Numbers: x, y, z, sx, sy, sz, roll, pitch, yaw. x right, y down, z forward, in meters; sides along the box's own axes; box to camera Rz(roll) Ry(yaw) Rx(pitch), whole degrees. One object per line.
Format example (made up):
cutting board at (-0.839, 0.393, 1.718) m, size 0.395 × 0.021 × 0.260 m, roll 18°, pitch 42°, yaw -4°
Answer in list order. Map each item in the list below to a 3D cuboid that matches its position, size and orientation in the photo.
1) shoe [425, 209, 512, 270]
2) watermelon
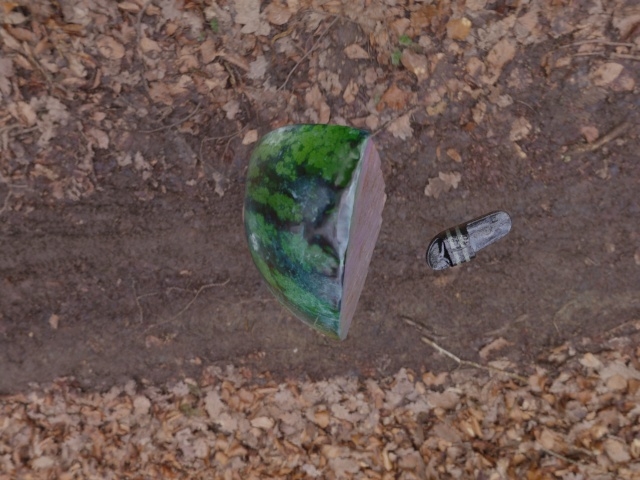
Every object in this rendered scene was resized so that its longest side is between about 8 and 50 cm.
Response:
shoe at (0.282, 0.001, 0.832) m, size 0.179 × 0.049 × 0.071 m, roll -27°, pitch 107°, yaw 2°
watermelon at (-0.030, -0.010, 0.685) m, size 0.222 × 0.319 × 0.292 m, roll 20°, pitch 93°, yaw 14°
